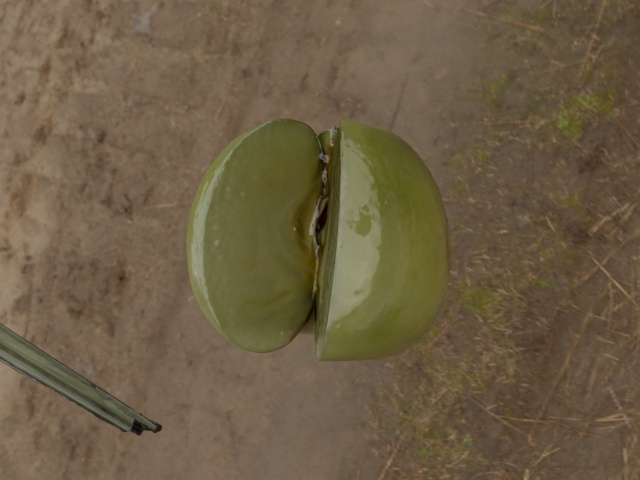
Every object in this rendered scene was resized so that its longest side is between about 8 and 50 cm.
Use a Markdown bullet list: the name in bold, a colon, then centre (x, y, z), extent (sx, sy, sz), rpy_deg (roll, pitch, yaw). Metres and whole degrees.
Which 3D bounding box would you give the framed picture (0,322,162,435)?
- **framed picture**: centre (-0.207, 0.008, 0.329), extent (0.197, 0.252, 0.014), rpy_deg (12, 63, 41)

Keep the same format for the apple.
- **apple**: centre (0.000, 0.000, 0.812), extent (0.292, 0.292, 0.254), rpy_deg (4, 89, 38)
